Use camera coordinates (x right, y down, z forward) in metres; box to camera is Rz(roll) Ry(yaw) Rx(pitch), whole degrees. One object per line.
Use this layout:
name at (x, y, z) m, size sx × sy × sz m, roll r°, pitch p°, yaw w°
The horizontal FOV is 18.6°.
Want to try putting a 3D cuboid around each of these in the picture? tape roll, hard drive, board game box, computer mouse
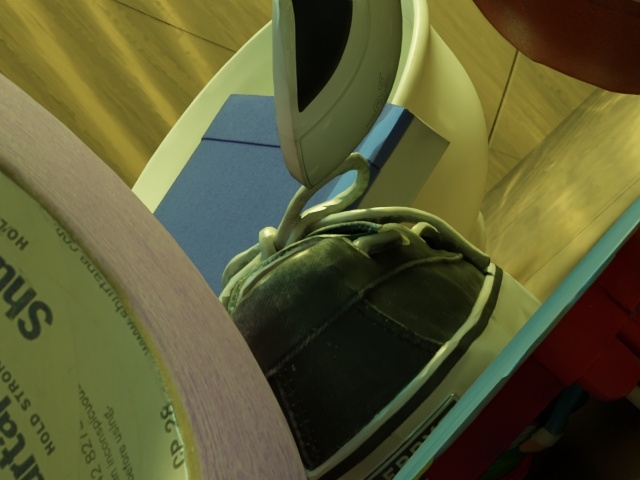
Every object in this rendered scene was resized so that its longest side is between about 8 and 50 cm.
tape roll at (-0.129, 0.047, 0.487) m, size 0.090 × 0.275 × 0.275 m, roll -45°, pitch -1°, yaw 25°
hard drive at (-0.079, 0.071, 0.947) m, size 0.318 × 0.040 × 0.210 m, roll -58°, pitch 24°, yaw -9°
board game box at (0.063, 0.033, 0.483) m, size 0.133 × 0.033 × 0.168 m, roll -49°, pitch -5°, yaw -5°
computer mouse at (0.007, -0.111, 0.700) m, size 0.042 × 0.193 × 0.106 m, roll -3°, pitch -16°, yaw 6°

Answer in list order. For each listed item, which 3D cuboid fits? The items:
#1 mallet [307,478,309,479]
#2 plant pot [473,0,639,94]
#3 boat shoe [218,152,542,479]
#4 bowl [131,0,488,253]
mallet at (0.016, 0.085, 0.921) m, size 0.062 × 0.039 × 0.189 m, roll -44°, pitch 3°, yaw 39°
plant pot at (0.153, -0.189, 0.814) m, size 0.272 × 0.272 × 0.265 m, roll -44°, pitch -8°, yaw -5°
boat shoe at (0.011, 0.034, 0.742) m, size 0.113 × 0.105 × 0.306 m, roll -44°, pitch 0°, yaw 9°
bowl at (0.000, 0.000, 1.117) m, size 0.298 × 0.134 × 0.298 m, roll -43°, pitch 25°, yaw 25°
